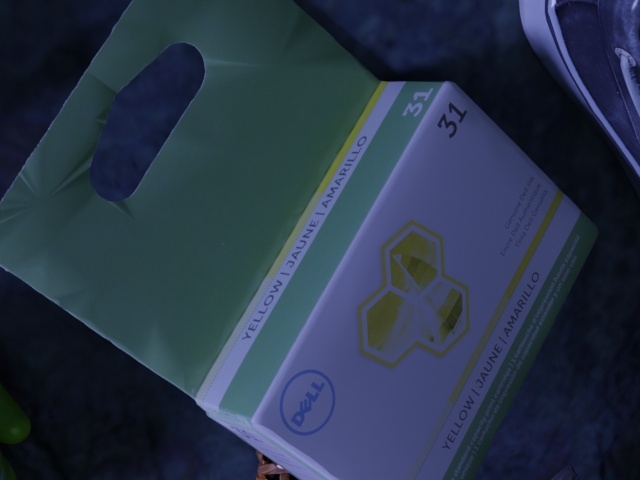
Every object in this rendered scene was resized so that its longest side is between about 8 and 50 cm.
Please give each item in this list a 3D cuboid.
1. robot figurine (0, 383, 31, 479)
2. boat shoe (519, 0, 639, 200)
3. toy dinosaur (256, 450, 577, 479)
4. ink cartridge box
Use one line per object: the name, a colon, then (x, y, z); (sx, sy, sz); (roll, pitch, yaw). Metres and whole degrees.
robot figurine: (-0.170, 0.093, 0.591); (0.101, 0.067, 0.115); (-39, 123, -13)
boat shoe: (0.212, -0.036, 0.678); (0.108, 0.102, 0.301); (-44, 122, 0)
toy dinosaur: (0.068, 0.232, 0.716); (0.218, 0.164, 0.322); (-30, 126, 9)
ink cartridge box: (0.000, 0.000, 0.601); (0.235, 0.056, 0.171); (40, 72, -33)
